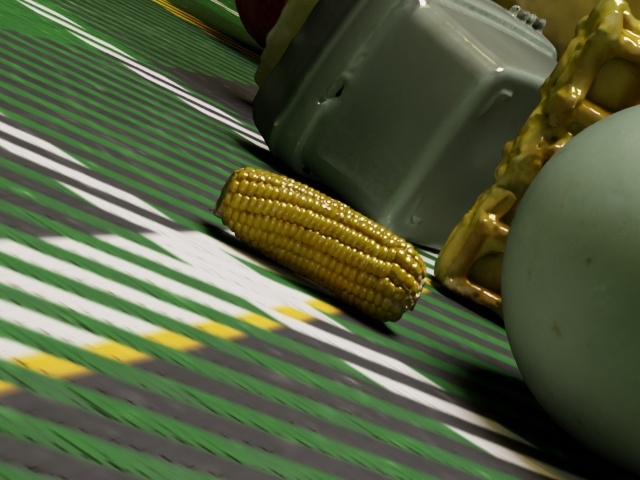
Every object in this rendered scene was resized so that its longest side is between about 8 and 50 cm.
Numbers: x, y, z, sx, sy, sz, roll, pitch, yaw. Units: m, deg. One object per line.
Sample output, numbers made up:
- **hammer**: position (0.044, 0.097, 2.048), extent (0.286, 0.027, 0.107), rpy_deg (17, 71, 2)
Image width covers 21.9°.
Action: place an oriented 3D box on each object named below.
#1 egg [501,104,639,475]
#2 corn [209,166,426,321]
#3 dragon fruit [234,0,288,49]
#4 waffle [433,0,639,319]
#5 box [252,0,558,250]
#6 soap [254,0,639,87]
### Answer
- **egg**: position (0.145, 0.019, 0.648), extent (0.149, 0.149, 0.192), rpy_deg (29, 9, -2)
- **corn**: position (0.000, 0.000, 0.670), extent (0.092, 0.037, 0.037), rpy_deg (27, 9, 0)
- **dragon fruit**: position (0.055, -0.269, 1.572), extent (0.277, 0.277, 0.342), rpy_deg (33, 3, 20)
- **waffle**: position (0.175, -0.033, 0.838), extent (0.160, 0.211, 0.055), rpy_deg (29, 9, -2)
- **box**: position (0.075, -0.074, 0.985), extent (0.129, 0.148, 0.210), rpy_deg (44, 17, 30)
- **soap**: position (0.161, -0.196, 1.104), extent (0.306, 0.427, 0.115), rpy_deg (28, 23, -6)
